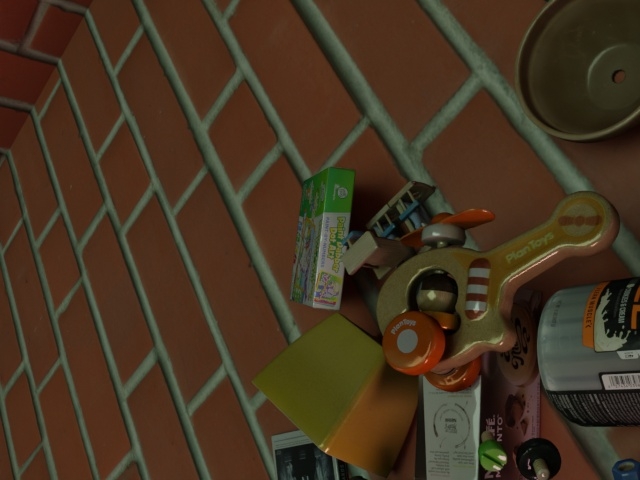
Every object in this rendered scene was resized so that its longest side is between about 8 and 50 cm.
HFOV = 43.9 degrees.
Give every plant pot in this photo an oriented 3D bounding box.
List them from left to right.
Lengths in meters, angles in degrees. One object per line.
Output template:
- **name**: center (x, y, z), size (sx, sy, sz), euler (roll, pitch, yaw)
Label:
- **plant pot**: center (0.052, 0.253, 1.373), size (0.212, 0.212, 0.187), euler (35, 87, 43)
- **plant pot**: center (0.412, -0.252, 1.155), size (0.237, 0.110, 0.237), euler (-8, 78, 44)

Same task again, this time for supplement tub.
- **supplement tub**: center (0.452, 0.134, 0.989), size (0.316, 0.194, 0.193), euler (-13, 74, 43)

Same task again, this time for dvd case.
- **dvd case**: center (-0.016, 0.482, 1.521), size (0.179, 0.030, 0.238), euler (-23, 66, 41)

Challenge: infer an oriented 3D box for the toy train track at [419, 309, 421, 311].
- **toy train track**: center (0.165, 0.144, 1.408), size (0.083, 0.014, 0.048), euler (-49, 59, 35)

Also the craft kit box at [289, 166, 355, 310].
- **craft kit box**: center (0.000, 0.000, 1.485), size (0.247, 0.061, 0.249), euler (173, 104, -75)

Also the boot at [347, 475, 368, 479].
- **boot**: center (0.009, 0.462, 1.411), size (0.106, 0.082, 0.219), euler (56, 130, 39)

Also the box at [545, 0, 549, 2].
- **box**: center (0.425, -0.451, 1.183), size (0.244, 0.101, 0.060), euler (-30, 64, 39)

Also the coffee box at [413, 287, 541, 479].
- **coffee box**: center (0.242, 0.218, 1.206), size (0.119, 0.168, 0.297), euler (-4, 80, 45)

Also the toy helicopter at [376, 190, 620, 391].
- **toy helicopter**: center (0.226, 0.033, 1.074), size (0.355, 0.140, 0.235), euler (-33, 53, 23)

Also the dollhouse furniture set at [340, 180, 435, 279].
- **dollhouse furniture set**: center (0.125, -0.022, 1.353), size (0.129, 0.184, 0.129), euler (-46, 54, 29)

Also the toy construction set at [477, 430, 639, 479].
- **toy construction set**: center (0.320, 0.438, 0.996), size (0.237, 0.258, 0.308), euler (-81, -4, -74)
